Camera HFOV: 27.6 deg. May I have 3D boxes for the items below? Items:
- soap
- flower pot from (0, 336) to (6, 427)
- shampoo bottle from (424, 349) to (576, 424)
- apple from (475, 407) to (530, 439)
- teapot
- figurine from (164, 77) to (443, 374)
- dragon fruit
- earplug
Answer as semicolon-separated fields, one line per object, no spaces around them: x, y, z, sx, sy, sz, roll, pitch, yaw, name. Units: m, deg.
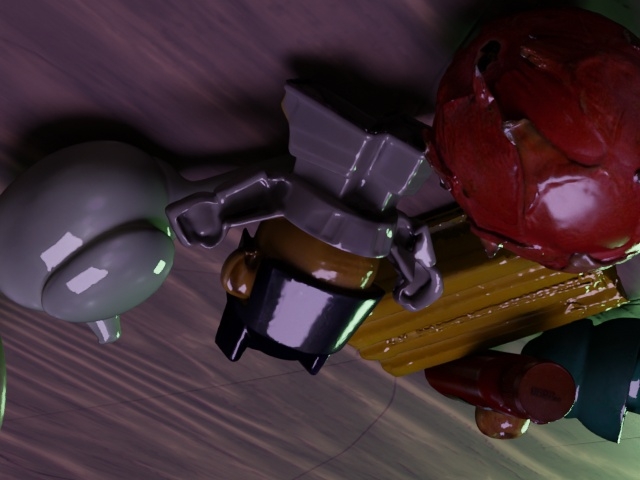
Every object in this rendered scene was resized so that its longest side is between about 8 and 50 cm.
0.169;0.047;1.503;0.324;0.096;0.204;-20;146;27;soap
-0.508;0.158;1.480;0.244;0.307;0.307;1;153;-39;flower pot
0.222;0.174;1.591;0.118;0.076;0.314;19;175;-10;shampoo bottle
0.262;0.245;1.862;0.084;0.071;0.084;4;153;2;apple
-0.184;-0.028;1.314;0.318;0.149;0.220;-37;156;10;teapot
-0.002;0.000;1.267;0.308;0.143;0.308;-1;106;-4;figurine
0.216;-0.088;1.159;0.241;0.241;0.252;-14;112;19;dragon fruit
0.401;0.163;1.701;0.280;0.257;0.164;11;112;7;earplug
